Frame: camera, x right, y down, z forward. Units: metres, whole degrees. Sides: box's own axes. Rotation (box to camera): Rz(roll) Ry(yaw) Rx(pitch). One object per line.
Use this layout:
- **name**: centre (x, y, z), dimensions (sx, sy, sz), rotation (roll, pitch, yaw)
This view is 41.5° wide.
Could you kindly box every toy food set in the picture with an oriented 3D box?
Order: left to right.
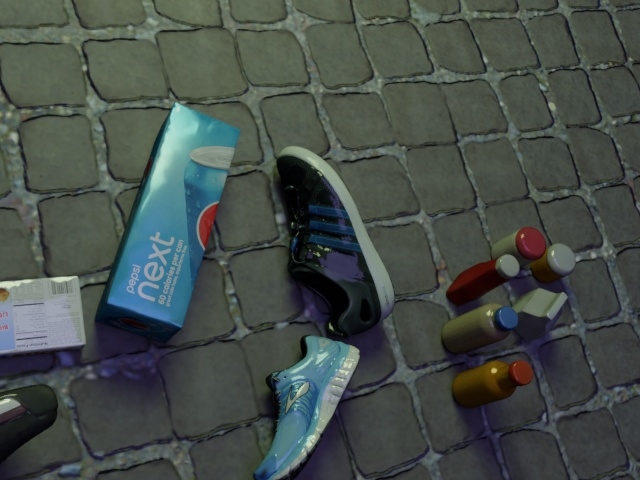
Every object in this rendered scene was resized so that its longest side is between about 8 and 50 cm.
- **toy food set**: centre (0.213, 0.062, 0.903), dimensions (0.111, 0.104, 0.232), rotation (47, 60, -3)

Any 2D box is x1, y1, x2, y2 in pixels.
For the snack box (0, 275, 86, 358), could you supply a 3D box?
- **snack box**: centre (-0.293, 0.069, 0.713), dimensions (0.178, 0.022, 0.064), rotation (-4, 74, -26)

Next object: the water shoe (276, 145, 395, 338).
- **water shoe**: centre (0.000, 0.000, 0.846), dimensions (0.080, 0.073, 0.203), rotation (-28, 85, -28)

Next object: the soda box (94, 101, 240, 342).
- **soda box**: centre (-0.141, -0.018, 0.790), dimensions (0.071, 0.067, 0.210), rotation (21, 65, -17)

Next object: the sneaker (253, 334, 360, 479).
- **sneaker**: centre (-0.025, 0.159, 0.795), dimensions (0.073, 0.063, 0.162), rotation (27, 57, 6)

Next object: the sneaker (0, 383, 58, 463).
- **sneaker**: centre (-0.303, 0.229, 0.617), dimensions (0.281, 0.106, 0.163), rotation (-26, 89, -19)
